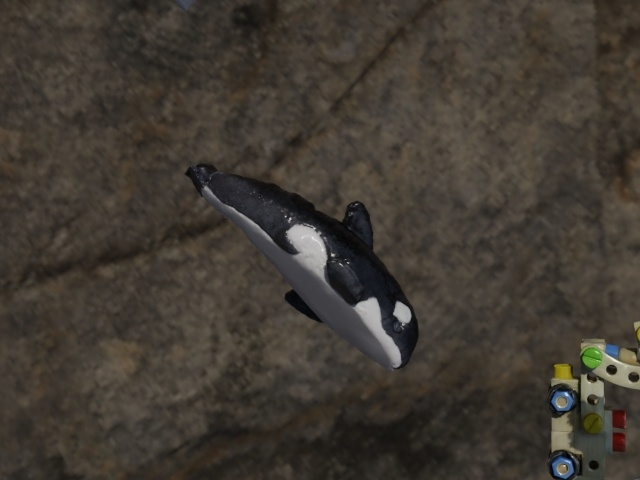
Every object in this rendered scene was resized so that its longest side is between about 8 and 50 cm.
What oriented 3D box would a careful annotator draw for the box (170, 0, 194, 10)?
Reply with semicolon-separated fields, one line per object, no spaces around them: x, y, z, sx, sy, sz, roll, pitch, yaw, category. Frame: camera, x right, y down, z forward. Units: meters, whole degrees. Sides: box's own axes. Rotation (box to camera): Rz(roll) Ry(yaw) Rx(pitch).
-0.183;-0.352;1.673;0.102;0.101;0.087;-56;170;-1;box

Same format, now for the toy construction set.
0.446;0.276;2.060;0.215;0.328;0.151;0;169;12;toy construction set

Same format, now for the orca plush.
0.000;0.000;1.388;0.102;0.287;0.151;-47;163;-24;orca plush
